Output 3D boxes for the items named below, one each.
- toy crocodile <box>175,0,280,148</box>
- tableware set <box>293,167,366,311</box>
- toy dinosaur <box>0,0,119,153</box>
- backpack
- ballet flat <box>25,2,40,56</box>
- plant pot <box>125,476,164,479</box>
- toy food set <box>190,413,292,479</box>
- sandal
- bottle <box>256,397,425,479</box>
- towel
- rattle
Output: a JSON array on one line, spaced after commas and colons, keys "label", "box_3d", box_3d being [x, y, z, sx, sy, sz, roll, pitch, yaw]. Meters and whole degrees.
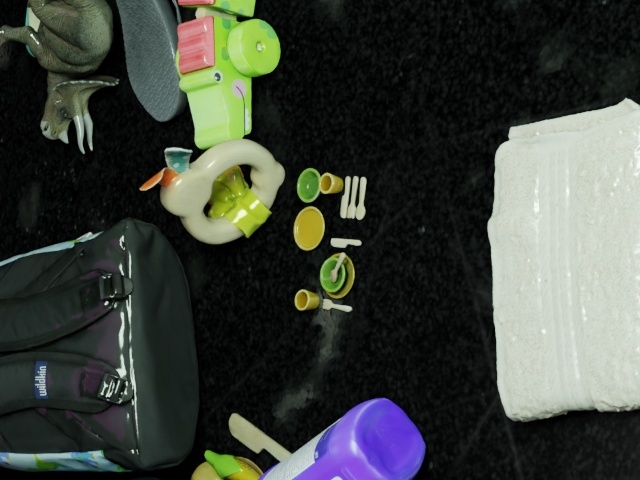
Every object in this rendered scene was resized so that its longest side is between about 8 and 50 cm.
[{"label": "toy crocodile", "box_3d": [-0.116, -0.274, 1.956, 0.115, 0.105, 0.341, -2, 83, 46]}, {"label": "tableware set", "box_3d": [0.000, 0.000, 1.855, 0.104, 0.024, 0.154, 6, 89, 47]}, {"label": "toy dinosaur", "box_3d": [-0.303, -0.265, 2.084, 0.160, 0.121, 0.313, 30, 141, 8]}, {"label": "backpack", "box_3d": [-0.310, 0.146, 2.018, 0.355, 0.273, 0.290, -11, 78, 22]}, {"label": "ballet flat", "box_3d": [-0.336, -0.350, 2.227, 0.086, 0.086, 0.249, -15, 75, 44]}, {"label": "plant pot", "box_3d": [-0.276, 0.417, 1.904, 0.293, 0.235, 0.293, 0, 90, 49]}, {"label": "toy food set", "box_3d": [-0.102, 0.299, 1.906, 0.132, 0.038, 0.192, 27, 104, 45]}, {"label": "sandal", "box_3d": [-0.197, -0.269, 2.059, 0.097, 0.054, 0.255, -21, 82, 48]}, {"label": "bottle", "box_3d": [-0.019, 0.267, 1.767, 0.283, 0.118, 0.092, -40, 89, 34]}, {"label": "towel", "box_3d": [0.240, 0.020, 1.587, 0.187, 0.049, 0.282, -12, 76, 45]}, {"label": "rattle", "box_3d": [-0.146, -0.082, 1.890, 0.130, 0.199, 0.143, -51, 52, 28]}]
